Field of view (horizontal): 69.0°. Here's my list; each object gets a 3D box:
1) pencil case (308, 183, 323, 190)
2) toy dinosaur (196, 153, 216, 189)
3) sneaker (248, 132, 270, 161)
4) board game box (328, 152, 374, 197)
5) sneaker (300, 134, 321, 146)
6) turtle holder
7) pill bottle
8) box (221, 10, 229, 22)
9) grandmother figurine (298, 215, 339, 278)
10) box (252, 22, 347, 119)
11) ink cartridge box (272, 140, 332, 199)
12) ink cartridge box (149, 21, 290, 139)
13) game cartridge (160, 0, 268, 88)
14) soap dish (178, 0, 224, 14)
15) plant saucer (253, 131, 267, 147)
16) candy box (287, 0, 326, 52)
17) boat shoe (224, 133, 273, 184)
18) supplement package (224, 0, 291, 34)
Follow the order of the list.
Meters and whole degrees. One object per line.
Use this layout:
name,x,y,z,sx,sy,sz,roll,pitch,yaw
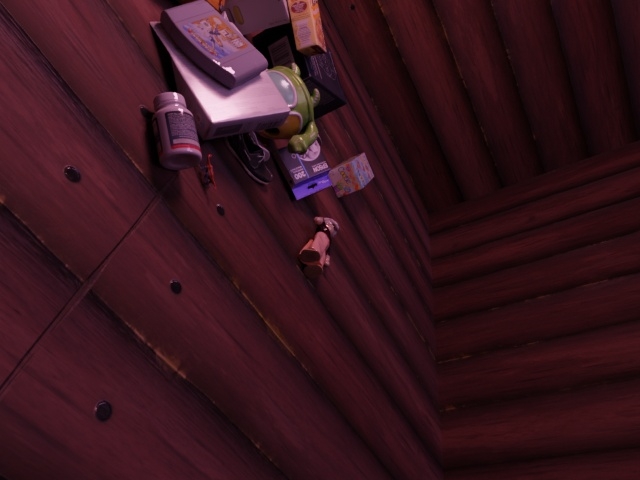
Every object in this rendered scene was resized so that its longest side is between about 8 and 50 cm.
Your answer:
pencil case,-0.052,-0.305,1.938,0.104,0.104,0.236,-4,75,-65
toy dinosaur,-0.313,-0.201,1.330,0.047,0.090,0.082,-28,141,-56
sneaker,-0.242,-0.342,1.632,0.158,0.061,0.065,51,3,-38
board game box,0.155,-0.331,2.343,0.144,0.142,0.275,66,24,-10
sneaker,-0.089,-0.492,1.999,0.297,0.111,0.129,42,31,-49
turtle holder,-0.150,-0.457,1.681,0.227,0.243,0.320,-30,108,-34
pill bottle,-0.377,-0.285,1.210,0.108,0.108,0.180,11,62,-63
box,-0.326,-0.692,1.666,0.186,0.038,0.145,64,20,-52
grandmother figurine,0.000,0.000,1.823,0.342,0.104,0.207,-64,157,-62
box,-0.082,-0.749,2.076,0.395,0.212,0.293,3,68,-64
ink cartridge box,-0.058,-0.288,1.839,0.206,0.045,0.208,-29,92,-37
ink cartridge box,-0.314,-0.506,1.446,0.308,0.091,0.385,-24,76,-41
game cartridge,-0.322,-0.594,1.401,0.297,0.062,0.198,43,43,-2
soap dish,-0.411,-0.876,1.493,0.291,0.118,0.228,12,88,-64
plant saucer,-0.222,-0.382,1.733,0.083,0.015,0.083,46,34,-43
candy box,-0.060,-0.874,1.751,0.183,0.088,0.316,-50,131,-72
boat shoe,-0.225,-0.280,1.573,0.233,0.079,0.084,52,28,-38
supplement package,-0.248,-0.894,1.741,0.145,0.262,0.204,66,20,-47
